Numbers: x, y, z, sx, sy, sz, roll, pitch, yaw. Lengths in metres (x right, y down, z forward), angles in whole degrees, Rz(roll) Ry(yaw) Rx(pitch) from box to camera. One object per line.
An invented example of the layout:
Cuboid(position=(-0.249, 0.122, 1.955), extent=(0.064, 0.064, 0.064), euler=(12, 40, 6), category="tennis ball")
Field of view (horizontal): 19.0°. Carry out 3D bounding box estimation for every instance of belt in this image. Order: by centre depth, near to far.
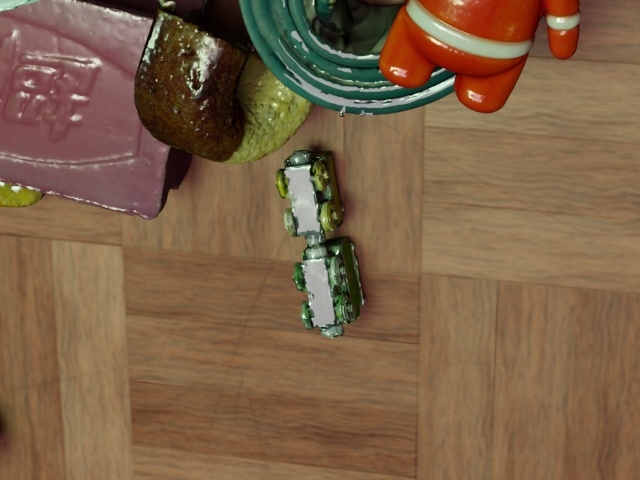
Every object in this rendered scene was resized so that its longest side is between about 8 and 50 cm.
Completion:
Cuboid(position=(0.098, -0.327, 1.773), extent=(0.300, 0.173, 0.436), euler=(27, 121, -8), category="belt")

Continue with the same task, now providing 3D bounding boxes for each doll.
Cuboid(position=(0.159, -0.262, 1.654), extent=(0.199, 0.105, 0.336), euler=(18, 129, -6), category="doll")

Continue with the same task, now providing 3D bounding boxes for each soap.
Cuboid(position=(-0.304, -0.183, 1.965), extent=(0.359, 0.128, 0.233), euler=(14, 117, 8), category="soap")

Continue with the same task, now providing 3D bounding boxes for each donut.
Cuboid(position=(-0.088, -0.139, 1.866), extent=(0.085, 0.217, 0.141), euler=(31, 102, 36), category="donut")

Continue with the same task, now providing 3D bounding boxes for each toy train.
Cuboid(position=(0.000, 0.000, 1.996), extent=(0.060, 0.081, 0.202), euler=(-6, 104, 16), category="toy train")

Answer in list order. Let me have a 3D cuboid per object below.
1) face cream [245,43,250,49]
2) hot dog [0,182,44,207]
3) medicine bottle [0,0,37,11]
Cuboid(position=(-0.083, -0.150, 1.981), extent=(0.038, 0.020, 0.115), euler=(25, 120, 2), category="face cream")
Cuboid(position=(-0.432, -0.082, 2.072), extent=(0.289, 0.083, 0.068), euler=(11, 134, 10), category="hot dog")
Cuboid(position=(-0.258, -0.324, 1.783), extent=(0.158, 0.318, 0.158), euler=(6, 116, 12), category="medicine bottle")
